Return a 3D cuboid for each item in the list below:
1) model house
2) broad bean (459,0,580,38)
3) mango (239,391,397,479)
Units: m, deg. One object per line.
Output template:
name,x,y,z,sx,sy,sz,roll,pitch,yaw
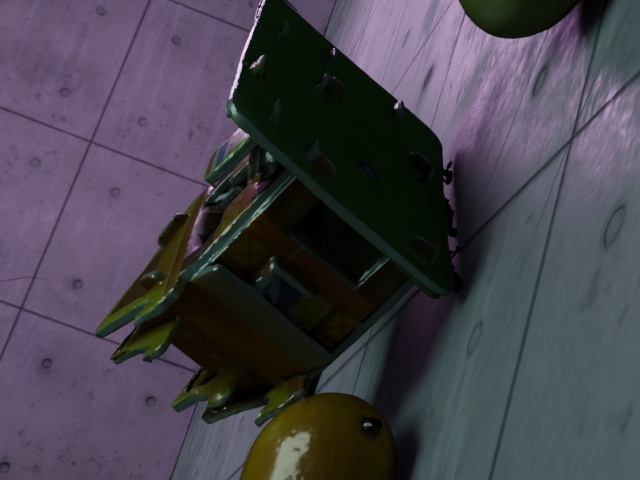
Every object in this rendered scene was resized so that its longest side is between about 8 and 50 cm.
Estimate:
model house,-0.068,-0.014,1.165,0.313,0.242,0.358,-41,19,21
broad bean,0.172,-0.282,0.988,0.291,0.119,0.238,-77,10,-45
mango,-0.015,0.224,1.010,0.147,0.109,0.227,35,105,58
